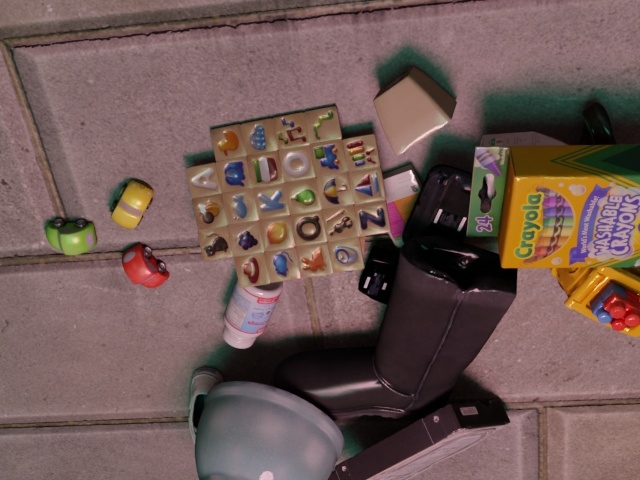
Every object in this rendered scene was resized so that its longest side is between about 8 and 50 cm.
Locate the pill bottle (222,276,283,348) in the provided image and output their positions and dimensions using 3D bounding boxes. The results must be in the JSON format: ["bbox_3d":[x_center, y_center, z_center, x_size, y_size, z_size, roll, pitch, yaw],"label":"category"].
[{"bbox_3d":[-0.135,0.130,1.778,0.087,0.087,0.160,19,125,-7],"label":"pill bottle"}]

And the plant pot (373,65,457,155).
[{"bbox_3d":[0.146,-0.219,1.506,0.109,0.109,0.096,-33,103,25],"label":"plant pot"}]

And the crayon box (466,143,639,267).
[{"bbox_3d":[0.406,-0.051,1.483,0.323,0.083,0.203,0,135,3],"label":"crayon box"}]

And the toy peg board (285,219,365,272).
[{"bbox_3d":[0.000,0.000,1.681,0.161,0.079,0.160,5,124,3],"label":"toy peg board"}]

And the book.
[{"bbox_3d":[0.149,-0.059,1.655,0.096,0.035,0.144,-19,120,21],"label":"book"}]

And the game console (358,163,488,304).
[{"bbox_3d":[0.208,0.011,1.649,0.213,0.044,0.361,13,137,-6],"label":"game console"}]

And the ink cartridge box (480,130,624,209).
[{"bbox_3d":[0.391,-0.103,1.549,0.225,0.056,0.181,-3,136,16],"label":"ink cartridge box"}]

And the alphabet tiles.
[{"bbox_3d":[-0.058,-0.072,1.606,0.342,0.011,0.285,-9,97,11],"label":"alphabet tiles"}]

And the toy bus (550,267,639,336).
[{"bbox_3d":[0.532,0.092,1.612,0.220,0.211,0.149,25,121,-13],"label":"toy bus"}]

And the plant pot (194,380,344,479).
[{"bbox_3d":[-0.121,0.434,1.782,0.293,0.196,0.293,14,142,11],"label":"plant pot"}]

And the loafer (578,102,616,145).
[{"bbox_3d":[0.456,-0.126,1.547,0.078,0.080,0.220,-8,124,14],"label":"loafer"}]

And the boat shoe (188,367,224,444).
[{"bbox_3d":[-0.244,0.391,1.969,0.095,0.084,0.258,-1,124,6],"label":"boat shoe"}]

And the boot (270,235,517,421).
[{"bbox_3d":[0.120,0.168,1.681,0.367,0.146,0.445,4,143,-11],"label":"boot"}]

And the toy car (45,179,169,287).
[{"bbox_3d":[-0.411,0.000,1.737,0.225,0.053,0.239,0,124,5],"label":"toy car"}]

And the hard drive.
[{"bbox_3d":[0.194,0.426,1.879,0.339,0.064,0.237,-34,156,26],"label":"hard drive"}]
